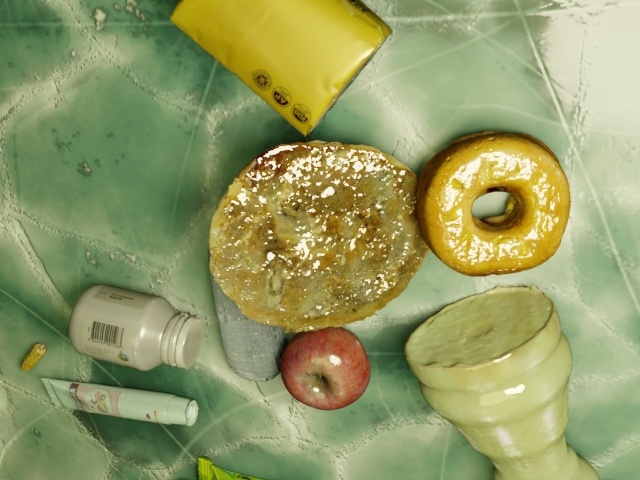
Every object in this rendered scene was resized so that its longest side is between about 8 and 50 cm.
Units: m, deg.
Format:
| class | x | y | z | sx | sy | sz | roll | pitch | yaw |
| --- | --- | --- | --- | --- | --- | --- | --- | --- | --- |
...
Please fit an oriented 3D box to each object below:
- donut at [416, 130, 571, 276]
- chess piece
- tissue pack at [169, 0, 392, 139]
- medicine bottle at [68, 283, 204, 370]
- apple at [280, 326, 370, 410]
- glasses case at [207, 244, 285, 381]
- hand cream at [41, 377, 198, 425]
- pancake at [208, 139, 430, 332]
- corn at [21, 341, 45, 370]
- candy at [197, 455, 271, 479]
| class | x | y | z | sx | sy | sz | roll | pitch | yaw |
| --- | --- | --- | --- | --- | --- | --- | --- | --- | --- |
| donut | 0.248 | -0.051 | 1.102 | 0.227 | 0.114 | 0.226 | 0 | 106 | 1 |
| chess piece | 0.320 | 0.313 | 1.193 | 0.234 | 0.234 | 0.442 | -18 | 107 | 23 |
| tissue pack | -0.055 | -0.310 | 1.102 | 0.271 | 0.134 | 0.192 | 40 | 117 | -1 |
| medicine bottle | -0.325 | 0.161 | 1.373 | 0.215 | 0.135 | 0.135 | 12 | 114 | 13 |
| apple | 0.010 | 0.213 | 1.297 | 0.153 | 0.120 | 0.153 | 6 | 119 | 11 |
| glasses case | -0.127 | 0.116 | 1.331 | 0.109 | 0.067 | 0.282 | 0 | 109 | 20 |
| hand cream | -0.397 | 0.315 | 1.507 | 0.331 | 0.058 | 0.085 | 5 | 132 | 21 |
| pancake | 0.000 | 0.001 | 1.177 | 0.356 | 0.065 | 0.356 | -6 | 117 | -13 |
| corn | -0.578 | 0.233 | 1.542 | 0.083 | 0.027 | 0.028 | -44 | 77 | 29 |
| candy | -0.134 | 0.510 | 1.489 | 0.246 | 0.069 | 0.149 | 8 | 115 | 15 |
